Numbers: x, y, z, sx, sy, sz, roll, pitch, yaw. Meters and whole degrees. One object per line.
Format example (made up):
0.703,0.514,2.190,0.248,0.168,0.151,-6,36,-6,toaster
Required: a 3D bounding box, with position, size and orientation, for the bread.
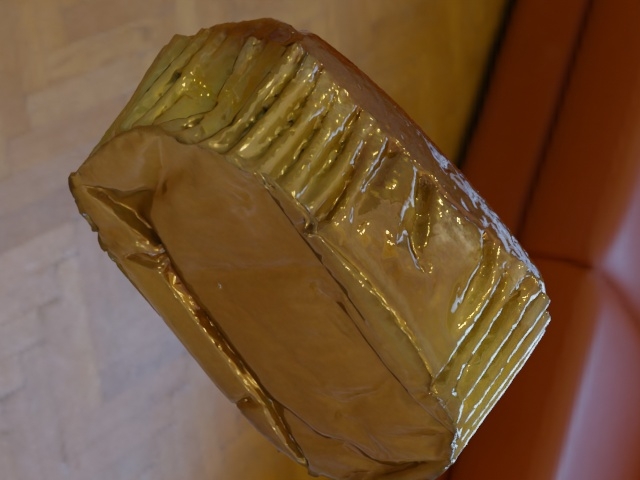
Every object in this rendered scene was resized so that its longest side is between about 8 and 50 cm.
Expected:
0.000,0.000,0.887,0.288,0.204,0.156,46,53,-15,bread
